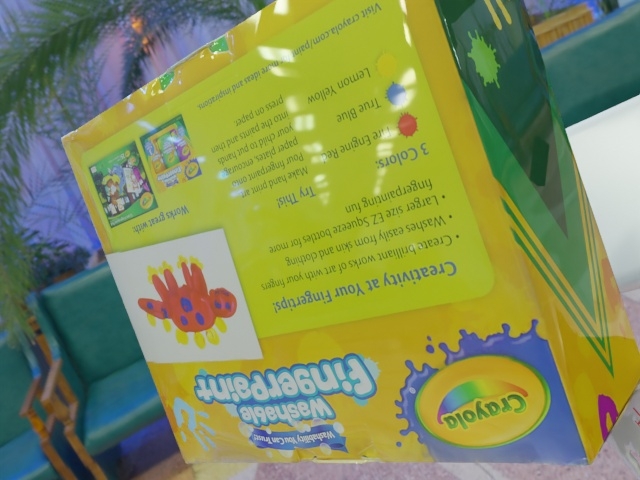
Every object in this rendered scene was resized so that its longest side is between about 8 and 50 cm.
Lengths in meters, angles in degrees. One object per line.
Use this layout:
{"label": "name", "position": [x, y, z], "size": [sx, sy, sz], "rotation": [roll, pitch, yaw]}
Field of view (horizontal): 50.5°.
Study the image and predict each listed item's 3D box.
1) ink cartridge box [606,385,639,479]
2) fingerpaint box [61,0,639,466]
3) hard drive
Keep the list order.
{"label": "ink cartridge box", "position": [0.297, 0.131, 0.500], "size": [0.061, 0.104, 0.181], "rotation": [-25, -26, -27]}
{"label": "fingerpaint box", "position": [0.000, 0.000, 0.619], "size": [0.444, 0.371, 0.163], "rotation": [-17, 4, 41]}
{"label": "hard drive", "position": [0.335, -0.033, 0.912], "size": [0.047, 0.233, 0.353], "rotation": [12, -23, -36]}
